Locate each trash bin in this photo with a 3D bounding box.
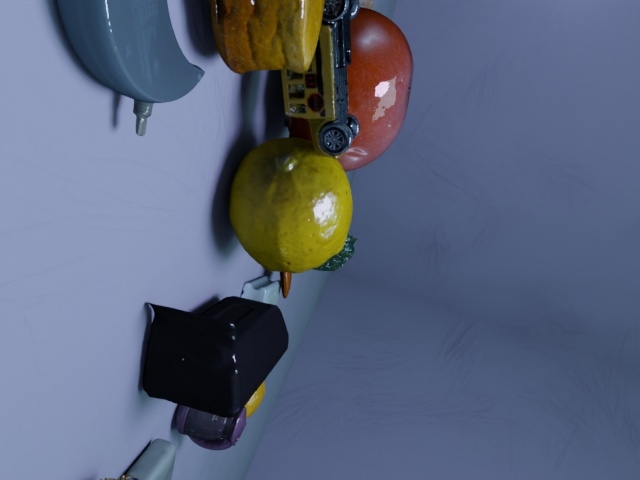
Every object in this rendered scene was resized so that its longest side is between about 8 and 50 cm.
[{"bbox_3d":[-0.325,0.453,0.856,0.130,0.059,0.116,-55,162,-72],"label":"trash bin"}]

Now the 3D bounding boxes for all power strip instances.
[{"bbox_3d":[-0.169,-0.221,0.438,0.167,0.054,0.253,-61,167,-47],"label":"power strip"}]

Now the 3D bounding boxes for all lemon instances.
[{"bbox_3d":[-0.221,0.394,1.201,0.187,0.142,0.142,-47,154,-65],"label":"lemon"},{"bbox_3d":[-0.058,-0.061,0.927,0.319,0.246,0.245,87,21,-59],"label":"lemon"}]

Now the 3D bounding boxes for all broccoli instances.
[{"bbox_3d":[0.000,0.000,1.747,0.294,0.265,0.245,107,-32,-73],"label":"broccoli"}]

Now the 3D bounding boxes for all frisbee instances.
[{"bbox_3d":[-0.106,0.083,1.443,0.192,0.035,0.191,177,-90,-81],"label":"frisbee"}]

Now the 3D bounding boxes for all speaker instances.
[{"bbox_3d":[-0.175,0.173,0.884,0.388,0.180,0.183,-35,136,-78],"label":"speaker"}]

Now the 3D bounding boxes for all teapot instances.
[{"bbox_3d":[-0.240,0.402,1.031,0.116,0.146,0.148,46,62,-82],"label":"teapot"}]

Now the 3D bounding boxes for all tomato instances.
[{"bbox_3d":[0.063,-0.315,1.013,0.341,0.273,0.340,2,90,-88],"label":"tomato"}]

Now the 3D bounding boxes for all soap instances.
[{"bbox_3d":[-0.173,0.171,1.321,0.198,0.067,0.118,-12,117,-82],"label":"soap"}]

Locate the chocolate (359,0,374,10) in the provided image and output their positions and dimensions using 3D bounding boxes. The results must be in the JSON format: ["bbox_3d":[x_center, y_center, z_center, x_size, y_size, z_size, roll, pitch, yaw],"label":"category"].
[{"bbox_3d":[0.079,-0.576,1.166,0.309,0.134,0.134,77,31,-79],"label":"chocolate"}]

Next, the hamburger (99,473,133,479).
[{"bbox_3d":[-0.317,0.443,0.651,0.182,0.118,0.190,-51,154,-63],"label":"hamburger"}]

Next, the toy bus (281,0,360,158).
[{"bbox_3d":[-0.003,-0.307,0.763,0.121,0.123,0.335,-60,150,-61],"label":"toy bus"}]

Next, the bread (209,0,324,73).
[{"bbox_3d":[-0.062,-0.345,0.587,0.195,0.143,0.269,-78,177,-53],"label":"bread"}]
